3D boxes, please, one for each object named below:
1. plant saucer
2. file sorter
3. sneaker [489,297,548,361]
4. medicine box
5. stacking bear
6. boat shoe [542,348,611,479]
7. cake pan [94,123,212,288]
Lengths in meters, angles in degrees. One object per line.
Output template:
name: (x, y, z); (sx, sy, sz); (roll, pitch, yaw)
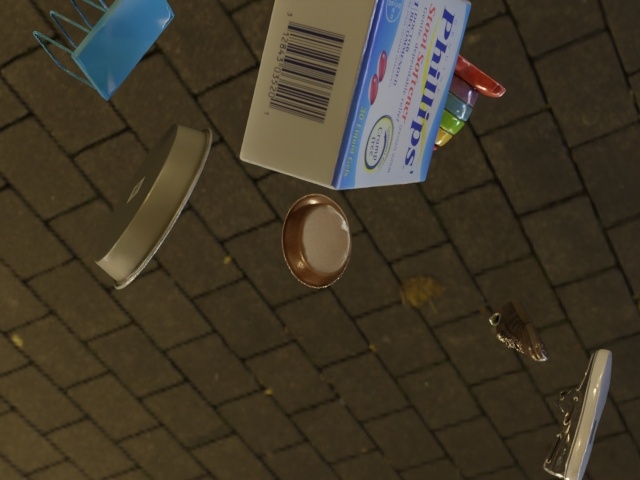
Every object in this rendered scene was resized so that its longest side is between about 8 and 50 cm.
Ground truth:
plant saucer: (0.000, 0.000, 2.083); (0.036, 0.199, 0.198); (-5, 142, -47)
file sorter: (-0.321, -0.321, 1.458); (0.104, 0.170, 0.118); (30, 167, 21)
sneaker: (0.360, 0.175, 1.798); (0.071, 0.188, 0.066); (-30, 110, 10)
medicine box: (0.054, -0.216, 1.297); (0.149, 0.289, 0.264); (20, 105, 26)
stacking bear: (0.219, -0.255, 2.071); (0.175, 0.164, 0.289); (31, 102, -21)
boat shoe: (0.423, 0.286, 1.641); (0.076, 0.229, 0.080); (14, 174, 27)
cake pan: (-0.270, -0.063, 1.559); (0.054, 0.293, 0.293); (31, 122, -18)
